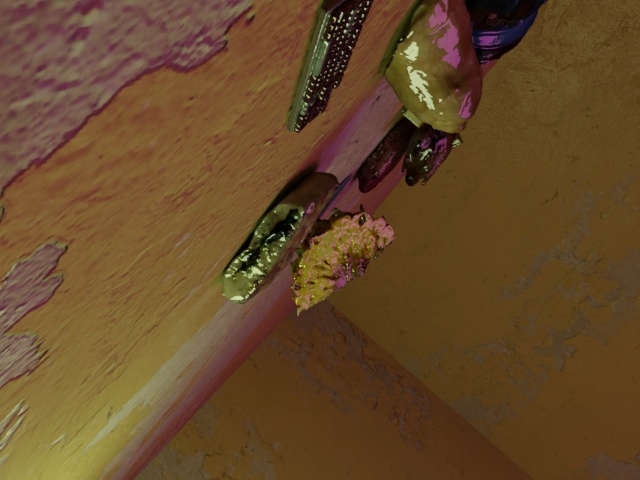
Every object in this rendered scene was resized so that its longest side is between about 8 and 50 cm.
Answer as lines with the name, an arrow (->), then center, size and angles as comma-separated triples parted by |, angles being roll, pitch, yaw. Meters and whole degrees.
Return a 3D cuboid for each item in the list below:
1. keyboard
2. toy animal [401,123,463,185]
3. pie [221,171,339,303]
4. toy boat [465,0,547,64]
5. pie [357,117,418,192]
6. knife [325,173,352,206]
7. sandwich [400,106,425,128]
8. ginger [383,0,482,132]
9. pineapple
keyboard -> 0.007, -0.137, 0.515 | 0.055, 0.017, 0.166 | -48, 176, -21
toy animal -> 0.199, -0.166, 1.298 | 0.179, 0.089, 0.188 | -39, 159, -53
pie -> -0.046, -0.007, 0.892 | 0.218, 0.052, 0.185 | -54, 173, 26
toy boat -> 0.227, -0.302, 0.854 | 0.223, 0.100, 0.097 | -47, 149, -40
pie -> 0.139, -0.173, 1.388 | 0.182, 0.049, 0.182 | -51, 177, -4
knife -> -0.025, -0.031, 1.191 | 0.313, 0.019, 0.044 | -49, 174, -39
sandwich -> 0.241, -0.302, 1.237 | 0.193, 0.058, 0.162 | -50, 176, 25
ginger -> 0.137, -0.198, 0.737 | 0.115, 0.123, 0.193 | -36, 168, -4
pineapple -> 0.005, -0.003, 1.320 | 0.249, 0.140, 0.164 | -35, -143, 0
